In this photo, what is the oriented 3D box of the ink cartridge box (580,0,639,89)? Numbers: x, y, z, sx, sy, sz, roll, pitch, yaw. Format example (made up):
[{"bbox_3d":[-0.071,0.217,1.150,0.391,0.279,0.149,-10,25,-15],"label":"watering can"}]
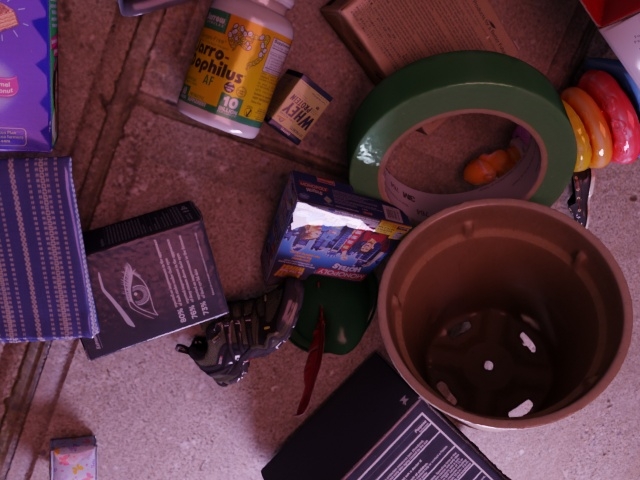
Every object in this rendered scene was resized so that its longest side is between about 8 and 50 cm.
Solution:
[{"bbox_3d":[0.507,-0.377,1.025,0.272,0.130,0.309,41,52,-26],"label":"ink cartridge box"}]

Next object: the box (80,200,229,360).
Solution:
[{"bbox_3d":[-0.253,0.052,0.993,0.207,0.108,0.153,-17,112,-14],"label":"box"}]

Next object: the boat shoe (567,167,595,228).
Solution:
[{"bbox_3d":[0.458,-0.067,1.251,0.042,0.049,0.132,-1,118,9],"label":"boat shoe"}]

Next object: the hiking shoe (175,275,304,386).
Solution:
[{"bbox_3d":[-0.121,0.126,1.058,0.114,0.086,0.227,36,112,-20],"label":"hiking shoe"}]

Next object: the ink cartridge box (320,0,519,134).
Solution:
[{"bbox_3d":[0.147,-0.306,1.029,0.193,0.088,0.234,-43,117,-3],"label":"ink cartridge box"}]

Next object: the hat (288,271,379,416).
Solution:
[{"bbox_3d":[0.040,0.143,1.088,0.173,0.183,0.208,13,103,-23],"label":"hat"}]

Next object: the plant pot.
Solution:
[{"bbox_3d":[0.267,0.151,1.082,0.334,0.333,0.305,-33,153,-7],"label":"plant pot"}]

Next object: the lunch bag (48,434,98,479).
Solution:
[{"bbox_3d":[-0.379,0.347,1.079,0.071,0.053,0.083,-1,98,-22],"label":"lunch bag"}]

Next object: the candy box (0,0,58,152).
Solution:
[{"bbox_3d":[-0.445,-0.270,0.807,0.268,0.122,0.317,0,109,-18],"label":"candy box"}]

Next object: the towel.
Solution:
[{"bbox_3d":[-0.458,0.019,0.888,0.336,0.040,0.243,-3,108,3],"label":"towel"}]

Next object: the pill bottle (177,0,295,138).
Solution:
[{"bbox_3d":[-0.105,-0.252,0.939,0.118,0.117,0.208,17,102,-24],"label":"pill bottle"}]

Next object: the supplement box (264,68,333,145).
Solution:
[{"bbox_3d":[-0.039,-0.191,1.002,0.056,0.083,0.083,35,95,-25],"label":"supplement box"}]

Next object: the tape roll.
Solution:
[{"bbox_3d":[0.200,-0.120,1.026,0.322,0.077,0.321,-1,139,-1],"label":"tape roll"}]

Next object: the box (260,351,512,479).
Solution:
[{"bbox_3d":[0.114,0.405,1.204,0.296,0.183,0.294,-45,118,-3],"label":"box"}]

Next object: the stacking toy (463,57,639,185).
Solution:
[{"bbox_3d":[0.373,-0.158,1.141,0.302,0.175,0.165,-25,112,2],"label":"stacking toy"}]

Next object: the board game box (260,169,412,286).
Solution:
[{"bbox_3d":[0.000,0.000,1.049,0.194,0.060,0.194,13,137,-29],"label":"board game box"}]

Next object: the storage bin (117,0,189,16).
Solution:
[{"bbox_3d":[-0.203,-0.353,0.892,0.135,0.098,0.091,-20,86,-12],"label":"storage bin"}]
